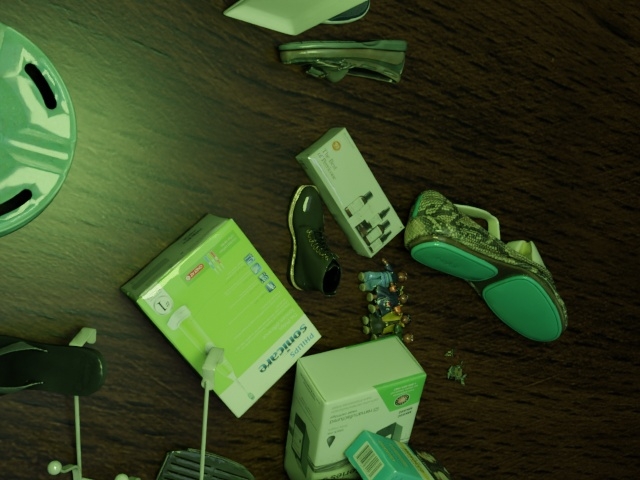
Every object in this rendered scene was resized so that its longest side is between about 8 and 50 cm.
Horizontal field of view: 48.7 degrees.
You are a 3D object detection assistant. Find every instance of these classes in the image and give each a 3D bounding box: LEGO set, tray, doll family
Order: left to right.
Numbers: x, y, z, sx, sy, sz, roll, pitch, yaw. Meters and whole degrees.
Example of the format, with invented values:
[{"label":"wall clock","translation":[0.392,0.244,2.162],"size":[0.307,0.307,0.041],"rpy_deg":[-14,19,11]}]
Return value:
[{"label":"tray","translation":[-0.043,-0.392,1.143],"size":[0.145,0.270,0.030],"rpy_deg":[9,87,-29]},{"label":"doll family","translation":[0.140,0.133,1.423],"size":[0.111,0.076,0.193],"rpy_deg":[-6,97,-23]},{"label":"LEGO set","translation":[0.295,0.279,1.557],"size":[0.054,0.023,0.083],"rpy_deg":[-6,86,-30]}]

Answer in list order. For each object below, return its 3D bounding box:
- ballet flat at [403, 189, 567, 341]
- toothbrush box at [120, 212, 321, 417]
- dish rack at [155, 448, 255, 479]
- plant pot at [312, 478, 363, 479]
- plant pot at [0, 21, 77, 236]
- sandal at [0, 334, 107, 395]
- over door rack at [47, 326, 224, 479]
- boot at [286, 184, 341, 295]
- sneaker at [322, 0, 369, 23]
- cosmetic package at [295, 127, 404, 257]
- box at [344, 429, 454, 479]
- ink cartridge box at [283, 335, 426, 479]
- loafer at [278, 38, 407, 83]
[{"label":"ballet flat","translation":[0.369,0.039,1.497],"size":[0.482,0.164,0.182],"rpy_deg":[32,54,-29]},{"label":"toothbrush box","translation":[-0.169,0.126,1.228],"size":[0.206,0.122,0.283],"rpy_deg":[-43,113,-17]},{"label":"dish rack","translation":[-0.232,0.519,1.264],"size":[0.208,0.074,0.272],"rpy_deg":[26,84,-23]},{"label":"plant pot","translation":[0.058,0.507,1.233],"size":[0.230,0.215,0.216],"rpy_deg":[2,96,-47]},{"label":"plant pot","translation":[-0.471,-0.144,0.911],"size":[0.340,0.334,0.342],"rpy_deg":[-4,98,-27]},{"label":"sandal","translation":[-0.454,0.190,1.065],"size":[0.254,0.054,0.097],"rpy_deg":[-3,87,4]},{"label":"over door rack","translation":[-0.295,0.317,1.119],"size":[0.239,0.108,0.325],"rpy_deg":[9,102,4]},{"label":"boot","translation":[0.000,0.000,1.293],"size":[0.076,0.137,0.198],"rpy_deg":[-4,98,-28]},{"label":"sneaker","translation":[-0.009,-0.450,1.218],"size":[0.282,0.153,0.099],"rpy_deg":[10,92,-29]},{"label":"cosmetic package","translation":[0.060,-0.091,1.357],"size":[0.099,0.060,0.239],"rpy_deg":[-42,114,-18]},{"label":"box","translation":[0.154,0.421,1.281],"size":[0.060,0.100,0.244],"rpy_deg":[-50,136,8]},{"label":"ink cartridge box","translation":[0.058,0.341,1.317],"size":[0.211,0.121,0.289],"rpy_deg":[-10,127,-25]},{"label":"loafer","translation":[0.049,-0.326,1.304],"size":[0.267,0.096,0.084],"rpy_deg":[-10,107,-29]}]
